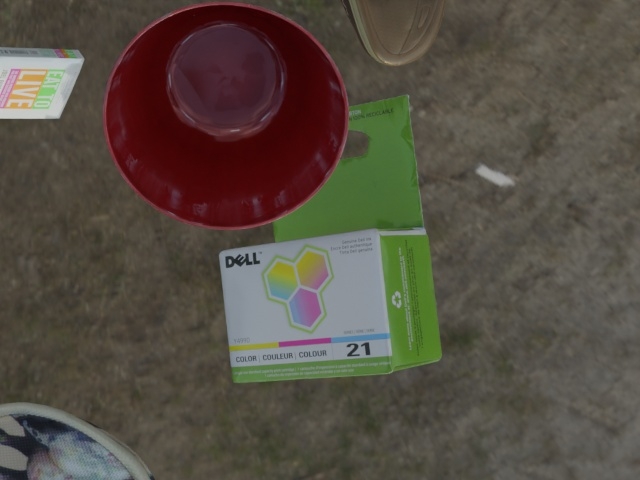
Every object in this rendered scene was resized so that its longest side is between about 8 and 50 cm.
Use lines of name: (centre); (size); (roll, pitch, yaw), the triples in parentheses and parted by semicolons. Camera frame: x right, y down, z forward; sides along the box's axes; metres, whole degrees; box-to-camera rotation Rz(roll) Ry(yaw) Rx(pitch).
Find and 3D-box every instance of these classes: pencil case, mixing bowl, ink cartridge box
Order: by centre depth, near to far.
pencil case: (-0.139, 0.259, 0.884); (0.160, 0.183, 0.410); (-46, 154, -13)
mixing bowl: (-0.073, -0.109, 0.953); (0.181, 0.098, 0.182); (-2, 116, -4)
ink cartridge box: (0.000, 0.000, 1.184); (0.188, 0.097, 0.255); (-8, 88, 34)

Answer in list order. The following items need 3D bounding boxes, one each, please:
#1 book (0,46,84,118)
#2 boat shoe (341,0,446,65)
book: (-0.368, -0.193, 1.501); (0.144, 0.035, 0.096); (-8, 142, -46)
boat shoe: (0.036, -0.347, 1.252); (0.123, 0.123, 0.342); (-23, 107, -24)
